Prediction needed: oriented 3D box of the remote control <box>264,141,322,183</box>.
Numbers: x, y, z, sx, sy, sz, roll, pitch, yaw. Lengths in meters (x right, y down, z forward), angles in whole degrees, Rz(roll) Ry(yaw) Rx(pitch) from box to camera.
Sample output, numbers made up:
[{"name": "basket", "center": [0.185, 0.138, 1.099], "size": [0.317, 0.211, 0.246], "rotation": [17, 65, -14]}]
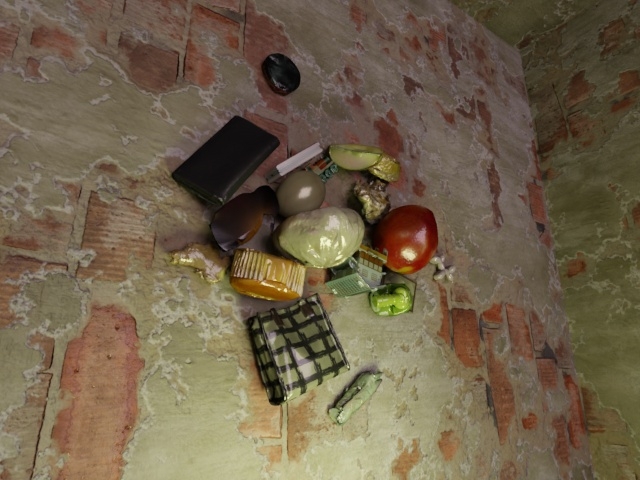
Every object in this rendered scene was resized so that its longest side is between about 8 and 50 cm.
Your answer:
[{"name": "remote control", "center": [-0.111, -0.333, 1.813], "size": [0.277, 0.102, 0.056], "rotation": [-40, 101, -37]}]

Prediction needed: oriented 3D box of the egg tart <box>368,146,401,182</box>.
[{"name": "egg tart", "center": [0.309, -0.395, 2.106], "size": [0.252, 0.098, 0.232], "rotation": [43, 34, 9]}]

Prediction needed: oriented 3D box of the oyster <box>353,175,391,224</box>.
[{"name": "oyster", "center": [0.261, -0.201, 2.024], "size": [0.351, 0.114, 0.238], "rotation": [-14, 81, -61]}]

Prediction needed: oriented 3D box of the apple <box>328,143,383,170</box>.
[{"name": "apple", "center": [0.170, -0.397, 1.991], "size": [0.193, 0.264, 0.120], "rotation": [-51, 150, -64]}]

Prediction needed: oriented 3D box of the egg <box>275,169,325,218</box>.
[{"name": "egg", "center": [-0.084, -0.185, 1.733], "size": [0.241, 0.186, 0.186], "rotation": [-41, 101, -36]}]

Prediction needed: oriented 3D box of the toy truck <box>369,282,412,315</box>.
[{"name": "toy truck", "center": [0.314, 0.258, 1.855], "size": [0.186, 0.210, 0.149], "rotation": [-5, 80, -1]}]

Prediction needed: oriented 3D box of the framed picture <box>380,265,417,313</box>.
[{"name": "framed picture", "center": [0.379, 0.238, 2.049], "size": [0.231, 0.010, 0.173], "rotation": [29, 60, -26]}]

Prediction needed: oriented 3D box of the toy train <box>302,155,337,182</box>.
[{"name": "toy train", "center": [0.000, -0.316, 1.911], "size": [0.118, 0.074, 0.176], "rotation": [49, 55, -9]}]

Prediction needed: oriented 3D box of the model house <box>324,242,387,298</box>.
[{"name": "model house", "center": [0.156, 0.123, 1.788], "size": [0.198, 0.224, 0.216], "rotation": [24, 62, -29]}]

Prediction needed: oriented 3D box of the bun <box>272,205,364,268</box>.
[{"name": "bun", "center": [0.000, 0.000, 1.634], "size": [0.364, 0.365, 0.220], "rotation": [-7, 84, -37]}]

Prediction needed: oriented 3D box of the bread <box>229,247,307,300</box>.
[{"name": "bread", "center": [-0.198, 0.135, 1.547], "size": [0.288, 0.204, 0.156], "rotation": [23, 71, -36]}]

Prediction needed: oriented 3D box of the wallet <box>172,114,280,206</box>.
[{"name": "wallet", "center": [-0.350, -0.314, 1.618], "size": [0.228, 0.062, 0.406], "rotation": [29, 55, 8]}]

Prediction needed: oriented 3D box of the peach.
[{"name": "peach", "center": [0.398, -0.013, 1.953], "size": [0.307, 0.308, 0.332], "rotation": [38, 89, -21]}]

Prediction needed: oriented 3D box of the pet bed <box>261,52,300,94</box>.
[{"name": "pet bed", "center": [-0.177, -0.764, 1.934], "size": [0.201, 0.053, 0.202], "rotation": [11, 71, -34]}]

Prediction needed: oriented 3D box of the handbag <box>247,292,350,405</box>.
[{"name": "handbag", "center": [-0.087, 0.392, 1.570], "size": [0.325, 0.162, 0.327], "rotation": [-11, 77, -40]}]

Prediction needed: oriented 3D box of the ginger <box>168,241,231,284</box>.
[{"name": "ginger", "center": [-0.419, 0.065, 1.485], "size": [0.213, 0.074, 0.138], "rotation": [30, 49, -20]}]

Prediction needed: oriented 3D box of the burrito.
[{"name": "burrito", "center": [0.151, 0.631, 1.725], "size": [0.309, 0.066, 0.096], "rotation": [-33, 101, -38]}]

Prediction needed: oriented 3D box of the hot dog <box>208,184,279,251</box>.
[{"name": "hot dog", "center": [-0.291, -0.067, 1.594], "size": [0.326, 0.107, 0.194], "rotation": [-28, 87, -40]}]

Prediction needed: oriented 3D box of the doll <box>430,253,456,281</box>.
[{"name": "doll", "center": [0.656, 0.150, 2.250], "size": [0.159, 0.059, 0.161], "rotation": [-9, 81, -36]}]
